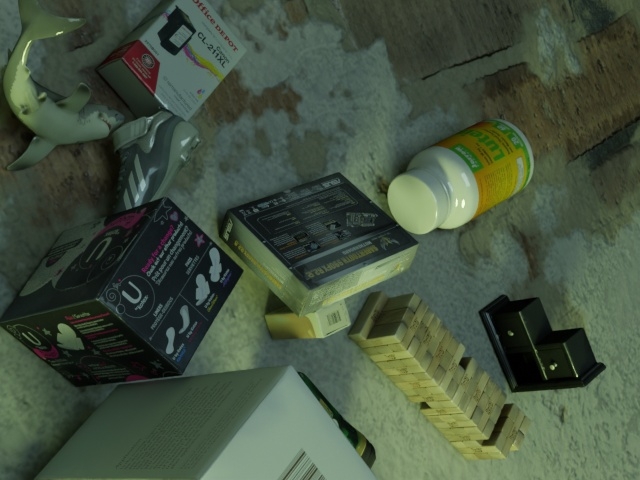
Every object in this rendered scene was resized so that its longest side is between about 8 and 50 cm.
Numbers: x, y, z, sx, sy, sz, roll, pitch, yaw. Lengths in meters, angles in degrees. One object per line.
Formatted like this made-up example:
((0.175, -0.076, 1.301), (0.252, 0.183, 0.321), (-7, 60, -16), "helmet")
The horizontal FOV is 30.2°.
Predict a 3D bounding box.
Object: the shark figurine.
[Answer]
((-0.358, -0.200, 1.456), (0.166, 0.278, 0.116), (-33, 63, -11), "shark figurine")

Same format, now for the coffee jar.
((-0.007, 0.269, 1.680), (0.184, 0.096, 0.079), (49, 57, -23), "coffee jar")

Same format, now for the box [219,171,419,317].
((0.000, 0.000, 1.698), (0.231, 0.056, 0.183), (-22, 55, -41), "box")

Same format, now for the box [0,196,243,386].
((-0.242, 0.065, 1.420), (0.142, 0.247, 0.163), (46, 56, -26), "box")

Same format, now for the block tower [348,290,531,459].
((0.192, 0.218, 1.860), (0.335, 0.097, 0.091), (46, 55, -23), "block tower")

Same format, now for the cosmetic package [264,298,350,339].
((-0.019, 0.113, 1.687), (0.060, 0.115, 0.041), (-22, 99, -39), "cosmetic package")

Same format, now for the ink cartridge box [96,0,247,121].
((-0.202, -0.249, 1.632), (0.127, 0.072, 0.175), (49, 55, -22), "ink cartridge box")

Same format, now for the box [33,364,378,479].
((-0.125, 0.281, 1.322), (0.215, 0.345, 0.168), (54, 53, -18), "box")

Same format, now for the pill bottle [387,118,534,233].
((0.224, -0.100, 1.921), (0.246, 0.136, 0.136), (-28, 100, -40), "pill bottle")

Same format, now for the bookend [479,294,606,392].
((0.370, 0.166, 1.979), (0.072, 0.157, 0.156), (-30, 102, -40), "bookend")

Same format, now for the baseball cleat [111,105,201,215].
((-0.247, -0.081, 1.561), (0.109, 0.072, 0.206), (34, 81, 3), "baseball cleat")
